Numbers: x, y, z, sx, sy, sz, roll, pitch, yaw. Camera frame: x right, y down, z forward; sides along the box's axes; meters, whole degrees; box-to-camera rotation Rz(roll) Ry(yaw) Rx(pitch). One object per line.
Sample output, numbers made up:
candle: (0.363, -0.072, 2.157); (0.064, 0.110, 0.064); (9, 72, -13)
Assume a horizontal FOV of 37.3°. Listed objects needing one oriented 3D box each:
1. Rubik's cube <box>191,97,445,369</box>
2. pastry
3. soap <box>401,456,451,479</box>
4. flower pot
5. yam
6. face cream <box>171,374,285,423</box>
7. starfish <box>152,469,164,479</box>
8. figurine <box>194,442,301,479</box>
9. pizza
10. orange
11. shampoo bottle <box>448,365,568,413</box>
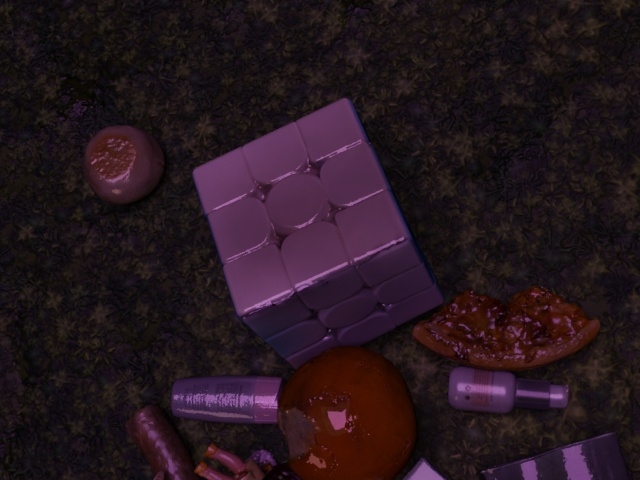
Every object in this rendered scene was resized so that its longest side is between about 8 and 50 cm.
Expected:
Rubik's cube: (0.000, 0.000, 1.558); (0.291, 0.290, 0.292); (-26, 60, 5)
pastry: (-0.376, -0.146, 1.807); (0.156, 0.092, 0.157); (-1, 79, 5)
soap: (0.145, 0.464, 1.549); (0.114, 0.063, 0.198); (40, 87, 17)
flower pot: (0.371, 0.384, 1.500); (0.229, 0.103, 0.108); (-20, 74, 6)
yam: (-0.221, 0.438, 1.631); (0.081, 0.081, 0.357); (-38, 72, 1)
face cream: (-0.161, 0.278, 1.668); (0.198, 0.057, 0.084); (1, 77, 10)
starfish: (-0.296, 0.501, 1.595); (0.238, 0.071, 0.216); (-6, 97, 22)
figurine: (-0.092, 0.419, 1.562); (0.240, 0.116, 0.175); (24, 54, 8)
pizza: (0.304, 0.138, 1.568); (0.305, 0.086, 0.161); (-5, 53, 11)
orange: (0.044, 0.288, 1.525); (0.239, 0.240, 0.240); (-3, 75, 11)
shampoo bottle: (0.309, 0.250, 1.564); (0.191, 0.074, 0.074); (4, 77, 11)
